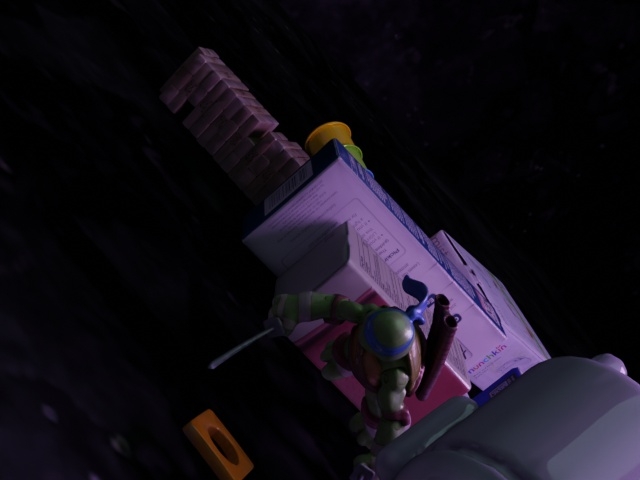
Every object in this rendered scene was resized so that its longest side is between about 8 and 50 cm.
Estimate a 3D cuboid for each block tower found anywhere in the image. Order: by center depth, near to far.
[{"bbox_3d":[-0.090,-0.125,1.727,0.335,0.097,0.091,47,14,8],"label":"block tower"}]

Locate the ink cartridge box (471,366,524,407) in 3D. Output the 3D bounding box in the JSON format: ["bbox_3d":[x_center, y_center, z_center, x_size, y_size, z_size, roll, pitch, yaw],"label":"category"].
[{"bbox_3d":[0.334,0.361,1.680,0.395,0.151,0.270,44,13,-30],"label":"ink cartridge box"}]

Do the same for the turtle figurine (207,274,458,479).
[{"bbox_3d":[0.011,0.157,1.280,0.198,0.274,0.266,30,-12,12],"label":"turtle figurine"}]

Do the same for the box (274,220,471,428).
[{"bbox_3d":[0.063,0.115,1.513,0.232,0.127,0.148,46,13,-14],"label":"box"}]

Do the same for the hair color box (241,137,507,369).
[{"bbox_3d":[0.072,0.049,1.627,0.347,0.174,0.105,47,12,-16],"label":"hair color box"}]

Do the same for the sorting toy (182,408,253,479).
[{"bbox_3d":[-0.011,0.288,0.957,0.347,0.047,0.196,54,9,16],"label":"sorting toy"}]

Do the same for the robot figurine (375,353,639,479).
[{"bbox_3d":[0.193,0.238,1.078,0.300,0.353,0.199,24,-49,41],"label":"robot figurine"}]

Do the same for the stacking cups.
[{"bbox_3d":[0.066,-0.076,2.208,0.096,0.096,0.316,34,25,-51],"label":"stacking cups"}]

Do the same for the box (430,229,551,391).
[{"bbox_3d":[0.287,0.144,2.198,0.231,0.127,0.262,37,18,-43],"label":"box"}]

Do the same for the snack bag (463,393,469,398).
[{"bbox_3d":[0.114,0.089,1.919,0.323,0.037,0.342,49,12,-28],"label":"snack bag"}]
